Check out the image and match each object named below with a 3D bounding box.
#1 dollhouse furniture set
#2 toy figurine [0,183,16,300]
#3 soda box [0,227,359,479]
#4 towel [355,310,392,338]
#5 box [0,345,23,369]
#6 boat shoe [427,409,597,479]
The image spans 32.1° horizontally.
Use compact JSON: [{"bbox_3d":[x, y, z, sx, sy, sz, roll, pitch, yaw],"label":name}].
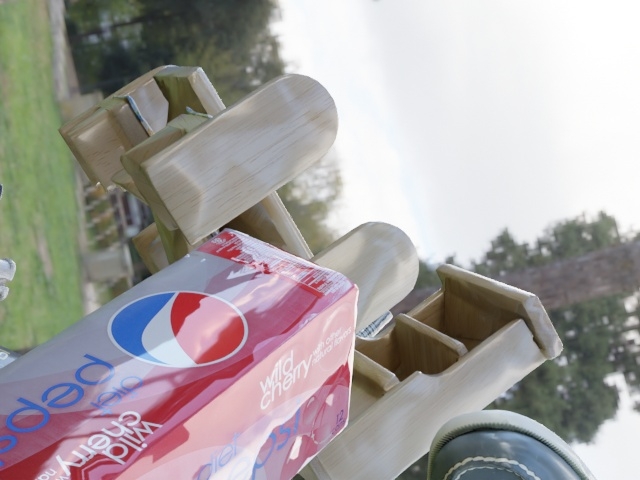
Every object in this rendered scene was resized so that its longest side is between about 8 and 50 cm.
[{"bbox_3d":[0.000,0.000,1.002,0.394,0.256,0.362,60,-14,-19],"label":"dollhouse furniture set"},{"bbox_3d":[-0.460,0.016,1.241,0.148,0.213,0.209,26,33,-44],"label":"toy figurine"},{"bbox_3d":[-0.083,0.091,0.463,0.263,0.083,0.092,-35,137,-50],"label":"soda box"},{"bbox_3d":[-0.094,0.174,1.746,0.324,0.312,0.056,2,-59,45],"label":"towel"},{"bbox_3d":[-0.423,0.279,1.557,0.318,0.395,0.097,-79,-165,-70],"label":"box"},{"bbox_3d":[0.139,0.252,0.714,0.099,0.116,0.319,-70,147,-57],"label":"boat shoe"}]
